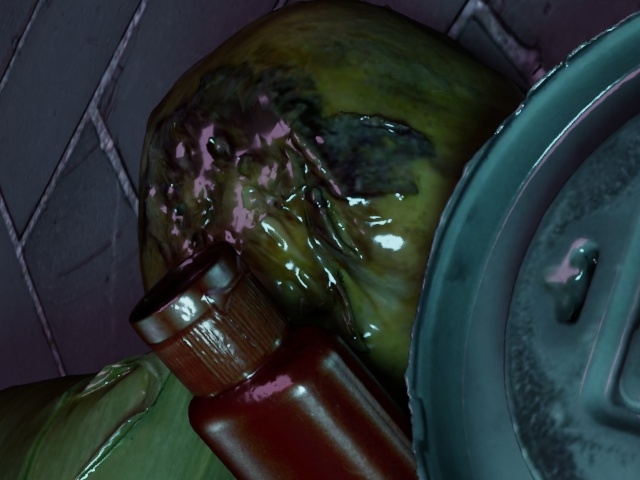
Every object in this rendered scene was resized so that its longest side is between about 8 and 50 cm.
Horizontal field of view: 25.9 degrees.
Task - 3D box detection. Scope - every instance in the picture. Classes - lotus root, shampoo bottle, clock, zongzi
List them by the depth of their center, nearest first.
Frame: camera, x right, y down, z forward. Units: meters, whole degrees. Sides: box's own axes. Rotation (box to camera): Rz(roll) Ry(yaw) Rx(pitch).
[{"bbox_3d":[0.176,0.039,0.550,0.312,0.061,0.313,-18,60,34],"label":"clock"},{"bbox_3d":[0.013,0.115,0.674,0.102,0.260,0.064,-24,20,45],"label":"shampoo bottle"},{"bbox_3d":[0.000,0.000,0.774,0.272,0.192,0.272,-12,73,44],"label":"lotus root"},{"bbox_3d":[-0.195,0.277,0.923,0.356,0.174,0.393,-14,58,54],"label":"zongzi"}]
